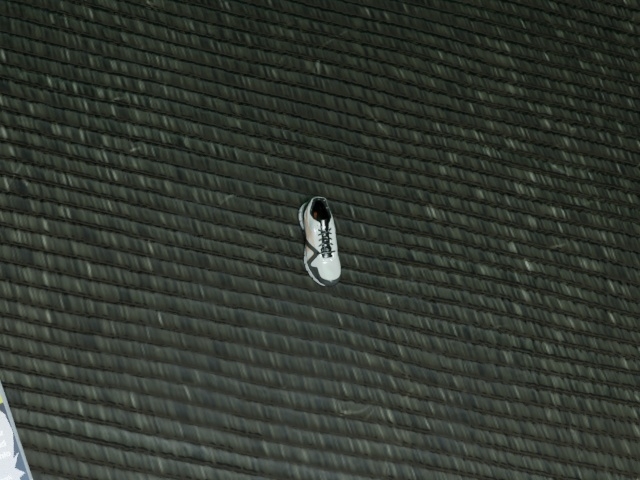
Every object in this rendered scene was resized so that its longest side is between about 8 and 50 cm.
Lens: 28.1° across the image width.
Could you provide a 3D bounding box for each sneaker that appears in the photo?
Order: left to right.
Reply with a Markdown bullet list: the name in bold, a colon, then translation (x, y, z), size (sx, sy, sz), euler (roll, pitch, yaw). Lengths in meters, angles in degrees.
- **sneaker**: translation (0.000, 0.000, 1.469), size (0.040, 0.044, 0.109), euler (-10, 72, -19)

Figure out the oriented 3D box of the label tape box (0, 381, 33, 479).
- **label tape box**: translation (-0.393, 0.256, 1.184), size (0.249, 0.115, 0.348), euler (-19, 87, -20)
